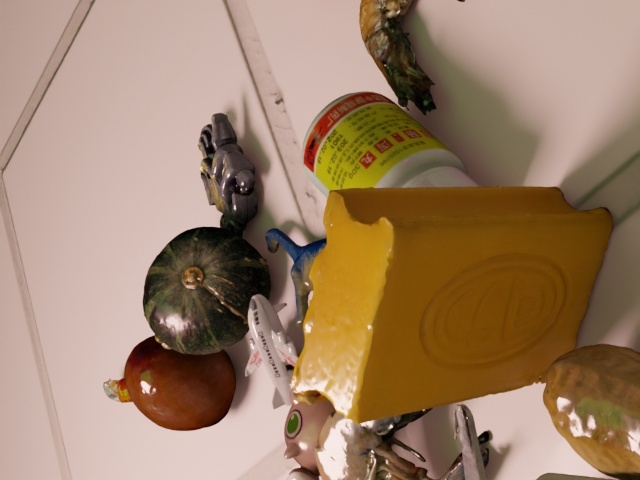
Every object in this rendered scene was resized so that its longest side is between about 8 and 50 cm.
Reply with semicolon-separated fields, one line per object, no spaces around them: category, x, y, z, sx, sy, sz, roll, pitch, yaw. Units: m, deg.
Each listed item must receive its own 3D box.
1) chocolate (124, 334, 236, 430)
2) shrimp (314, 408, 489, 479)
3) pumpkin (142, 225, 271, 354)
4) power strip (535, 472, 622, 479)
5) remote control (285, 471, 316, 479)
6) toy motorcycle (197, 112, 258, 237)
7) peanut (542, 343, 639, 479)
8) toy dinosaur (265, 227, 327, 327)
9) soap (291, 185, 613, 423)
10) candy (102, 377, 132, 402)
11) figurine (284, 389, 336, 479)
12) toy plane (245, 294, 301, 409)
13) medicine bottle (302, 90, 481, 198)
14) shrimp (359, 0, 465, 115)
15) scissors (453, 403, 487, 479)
chocolate;-0.214;0.202;1.631;0.177;0.177;0.176;1;92;54
shrimp;0.115;0.217;1.233;0.289;0.075;0.178;-45;74;15
pumpkin;-0.166;0.072;1.563;0.146;0.190;0.190;88;159;-57
power strip;0.280;0.337;0.939;0.261;0.141;0.229;-8;109;54
remote control;0.042;0.369;1.314;0.229;0.044;0.073;36;133;9
toy motorcycle;-0.134;-0.093;1.610;0.124;0.061;0.193;-25;77;58
peanut;0.306;0.173;0.980;0.236;0.110;0.120;29;93;42
toy dinosaur;0.000;0.000;1.426;0.247;0.075;0.188;-57;44;46
soap;0.133;0.054;1.034;0.096;0.324;0.204;29;115;44
candy;-0.317;0.254;1.883;0.182;0.046;0.053;-15;75;48
figurine;0.007;0.236;1.373;0.125;0.125;0.138;37;106;47
toy plane;-0.060;0.154;1.505;0.162;0.066;0.171;-1;101;54
medicine bottle;0.086;-0.064;1.243;0.225;0.139;0.139;48;128;42
shrimp;0.110;-0.253;1.288;0.150;0.051;0.217;-45;51;36
scissors;0.166;0.308;1.112;0.191;0.029;0.360;30;142;50
